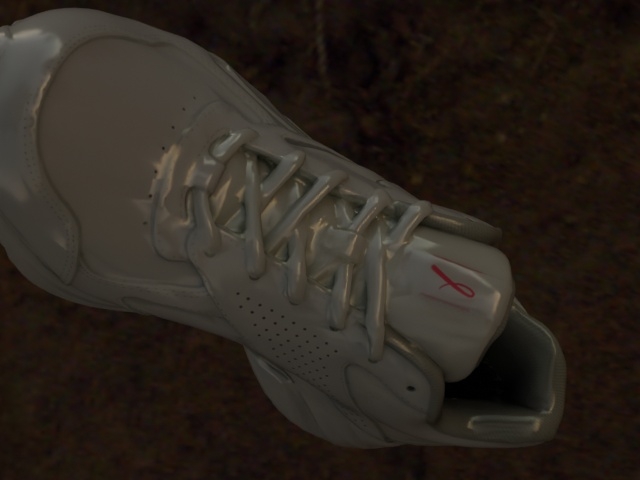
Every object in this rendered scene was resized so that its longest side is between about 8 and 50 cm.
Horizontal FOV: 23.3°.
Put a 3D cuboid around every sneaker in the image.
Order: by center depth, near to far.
[{"bbox_3d":[0.000,0.000,0.470,0.115,0.232,0.090,5,70,45],"label":"sneaker"}]
